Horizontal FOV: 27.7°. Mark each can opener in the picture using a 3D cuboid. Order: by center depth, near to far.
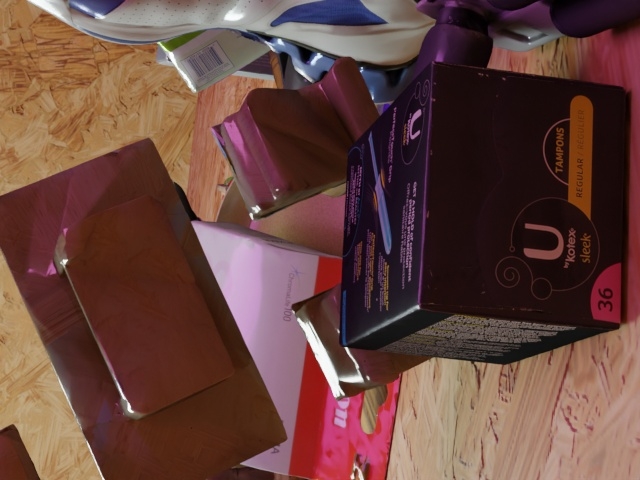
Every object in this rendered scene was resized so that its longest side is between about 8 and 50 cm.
[{"bbox_3d":[0.109,-0.105,0.623,0.283,0.076,0.095,-178,105,-78],"label":"can opener"}]

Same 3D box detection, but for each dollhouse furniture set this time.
[{"bbox_3d":[-0.092,0.140,0.862,0.394,0.362,0.256,65,163,5],"label":"dollhouse furniture set"}]

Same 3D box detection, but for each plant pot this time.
[{"bbox_3d":[-0.015,0.033,1.092,0.236,0.032,0.236,-2,87,50],"label":"plant pot"}]

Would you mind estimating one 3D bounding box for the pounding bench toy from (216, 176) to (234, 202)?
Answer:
[{"bbox_3d":[-0.077,-0.033,1.309,0.083,0.052,0.065,-160,66,-75],"label":"pounding bench toy"}]

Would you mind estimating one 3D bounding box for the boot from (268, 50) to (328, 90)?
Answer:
[{"bbox_3d":[-0.014,-0.100,1.337,0.264,0.096,0.280,-113,23,-50],"label":"boot"}]

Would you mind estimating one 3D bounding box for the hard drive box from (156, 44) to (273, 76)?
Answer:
[{"bbox_3d":[-0.093,-0.237,1.509,0.232,0.181,0.089,-148,65,-77],"label":"hard drive box"}]

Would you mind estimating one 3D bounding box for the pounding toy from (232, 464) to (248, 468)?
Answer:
[{"bbox_3d":[-0.130,0.188,1.374,0.110,0.183,0.237,-40,-15,-30],"label":"pounding toy"}]

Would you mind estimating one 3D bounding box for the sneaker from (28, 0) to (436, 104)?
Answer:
[{"bbox_3d":[-0.027,-0.207,0.878,0.182,0.315,0.127,139,138,-56],"label":"sneaker"}]

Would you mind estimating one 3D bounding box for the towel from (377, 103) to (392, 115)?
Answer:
[{"bbox_3d":[0.058,-0.114,1.095,0.083,0.009,0.060,-111,29,-68],"label":"towel"}]

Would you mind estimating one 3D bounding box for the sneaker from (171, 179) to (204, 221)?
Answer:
[{"bbox_3d":[-0.104,0.030,1.432,0.296,0.147,0.104,84,174,-47],"label":"sneaker"}]

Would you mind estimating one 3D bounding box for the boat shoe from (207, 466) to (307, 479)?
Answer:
[{"bbox_3d":[-0.103,0.329,1.368,0.342,0.123,0.123,112,162,-54],"label":"boat shoe"}]

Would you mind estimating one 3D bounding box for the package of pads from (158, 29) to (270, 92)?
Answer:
[{"bbox_3d":[-0.048,-0.269,1.209,0.101,0.229,0.296,56,-171,-25],"label":"package of pads"}]

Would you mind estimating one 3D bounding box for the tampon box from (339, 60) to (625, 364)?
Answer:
[{"bbox_3d":[0.078,-0.006,0.670,0.161,0.101,0.120,139,136,-73],"label":"tampon box"}]

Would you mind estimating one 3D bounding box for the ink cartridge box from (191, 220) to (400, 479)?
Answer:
[{"bbox_3d":[-0.034,0.095,1.049,0.232,0.066,0.189,18,103,53],"label":"ink cartridge box"}]
